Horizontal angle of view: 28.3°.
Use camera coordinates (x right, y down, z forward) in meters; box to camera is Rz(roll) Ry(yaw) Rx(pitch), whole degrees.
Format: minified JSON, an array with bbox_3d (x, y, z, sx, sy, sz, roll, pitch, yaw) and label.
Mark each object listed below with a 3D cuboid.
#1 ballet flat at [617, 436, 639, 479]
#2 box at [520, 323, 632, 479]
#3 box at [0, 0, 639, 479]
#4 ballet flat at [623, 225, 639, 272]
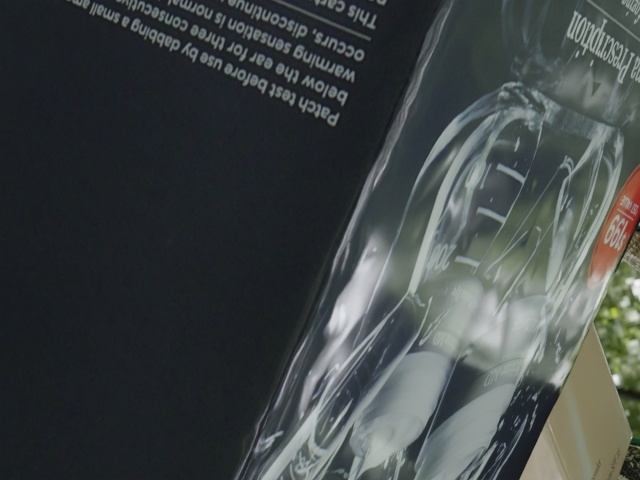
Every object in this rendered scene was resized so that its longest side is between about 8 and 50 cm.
[{"bbox_3d":[0.393,0.322,0.998,0.482,0.164,0.182,25,-125,26],"label":"ballet flat"},{"bbox_3d":[0.125,0.070,0.972,0.121,0.311,0.148,-9,-154,33],"label":"box"},{"bbox_3d":[0.000,0.000,0.535,0.179,0.313,0.343,28,-169,24],"label":"box"},{"bbox_3d":[0.326,0.031,1.002,0.206,0.067,0.073,5,162,30],"label":"ballet flat"}]
